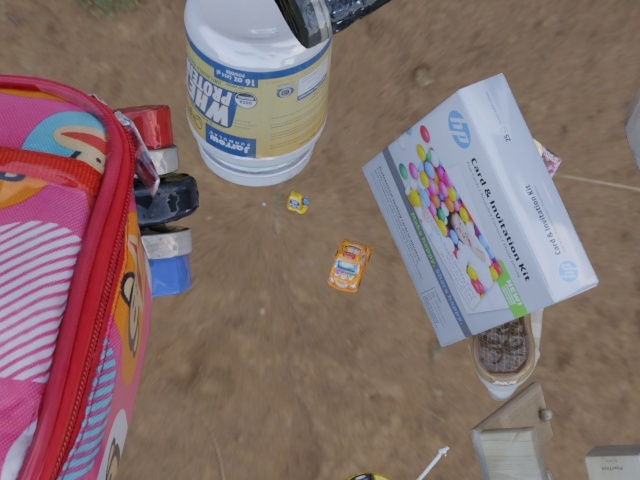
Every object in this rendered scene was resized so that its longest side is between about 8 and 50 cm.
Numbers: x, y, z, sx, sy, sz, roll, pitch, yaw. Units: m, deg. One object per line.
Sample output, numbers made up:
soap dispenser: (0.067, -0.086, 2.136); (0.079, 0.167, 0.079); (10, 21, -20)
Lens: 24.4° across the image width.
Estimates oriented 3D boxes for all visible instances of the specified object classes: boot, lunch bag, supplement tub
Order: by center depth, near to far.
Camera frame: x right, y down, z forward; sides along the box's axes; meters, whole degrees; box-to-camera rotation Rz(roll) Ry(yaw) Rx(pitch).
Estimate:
lunch bag: (-0.210, 0.027, 0.545); (0.293, 0.120, 0.258); (4, 48, 5)
boot: (0.037, -0.254, 1.222); (0.178, 0.236, 0.085); (-20, 129, -2)
supplement tub: (-0.062, -0.164, 1.477); (0.144, 0.200, 0.144); (2, 51, -2)

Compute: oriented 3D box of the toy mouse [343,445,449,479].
toy mouse: (0.032, 0.220, 0.952); (0.161, 0.031, 0.143); (-21, 96, 7)

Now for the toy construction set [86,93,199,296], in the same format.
toy construction set: (-0.228, -0.061, 0.947); (0.257, 0.237, 0.309); (-29, 103, -1)

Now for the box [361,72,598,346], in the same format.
box: (0.100, -0.013, 0.988); (0.038, 0.186, 0.145); (-22, 86, -22)

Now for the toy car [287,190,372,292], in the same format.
toy car: (0.000, 0.000, 1.532); (0.122, 0.040, 0.060); (35, 70, 15)

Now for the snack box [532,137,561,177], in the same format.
snack box: (0.163, -0.049, 1.471); (0.100, 0.037, 0.141); (34, 76, -10)

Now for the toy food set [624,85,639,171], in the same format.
toy food set: (0.313, -0.169, 0.861); (0.092, 0.220, 0.306); (44, 76, 11)

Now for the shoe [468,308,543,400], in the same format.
shoe: (0.160, 0.039, 1.310); (0.076, 0.058, 0.219); (-1, 58, 13)

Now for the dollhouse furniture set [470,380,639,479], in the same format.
dollhouse furniture set: (0.240, 0.207, 1.296); (0.151, 0.123, 0.144); (-8, 101, 36)
